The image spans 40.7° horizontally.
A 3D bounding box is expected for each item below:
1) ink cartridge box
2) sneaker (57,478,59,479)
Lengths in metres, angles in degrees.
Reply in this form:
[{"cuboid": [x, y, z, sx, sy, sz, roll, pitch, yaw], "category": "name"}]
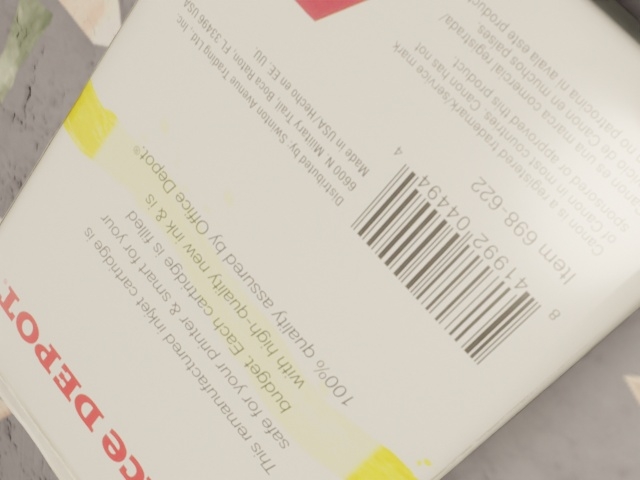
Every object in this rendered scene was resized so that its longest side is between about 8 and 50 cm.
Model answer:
[{"cuboid": [0.000, 0.000, 0.485, 0.279, 0.160, 0.384, 49, 117, 15], "category": "ink cartridge box"}, {"cuboid": [-0.196, 0.261, 0.787, 0.077, 0.072, 0.178, -23, 77, 50], "category": "sneaker"}]
